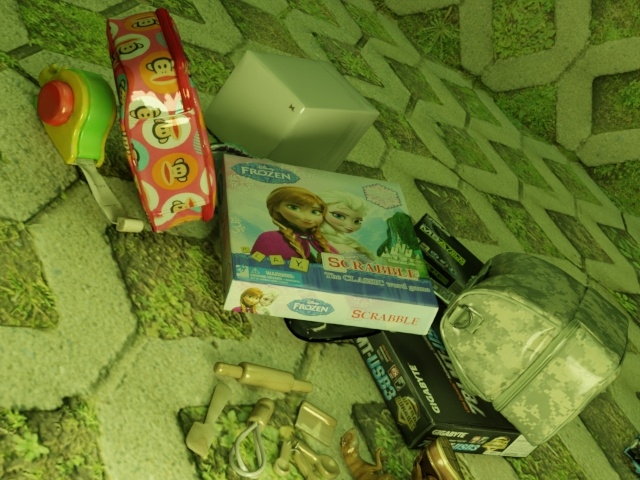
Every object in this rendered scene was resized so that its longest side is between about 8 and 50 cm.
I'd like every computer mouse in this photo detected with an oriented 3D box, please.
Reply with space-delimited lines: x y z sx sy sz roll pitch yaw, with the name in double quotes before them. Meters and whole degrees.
"computer mouse" 0.198 0.097 1.822 0.193 0.042 0.106 36 20 7

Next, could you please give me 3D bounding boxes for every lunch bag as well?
"lunch bag" 0.336 0.149 1.549 0.256 0.212 0.305 43 24 9
"lunch bag" -0.244 -0.186 1.422 0.120 0.293 0.258 -14 42 -12

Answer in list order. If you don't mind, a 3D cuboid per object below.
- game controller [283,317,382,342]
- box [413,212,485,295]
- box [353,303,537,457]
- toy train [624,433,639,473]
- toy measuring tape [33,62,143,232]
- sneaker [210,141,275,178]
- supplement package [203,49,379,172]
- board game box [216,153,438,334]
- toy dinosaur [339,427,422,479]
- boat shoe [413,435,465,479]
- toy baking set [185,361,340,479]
"game controller" -0.005 0.042 1.568 0.167 0.067 0.319 2 40 -23
"box" 0.259 0.038 1.995 0.191 0.045 0.184 42 27 5
"box" 0.202 0.219 1.588 0.293 0.073 0.295 17 32 -40
"toy train" 0.675 0.442 1.853 0.184 0.080 0.105 39 16 5
"toy measuring tape" -0.337 -0.161 1.439 0.121 0.121 0.330 3 43 -52
"sneaker" -0.134 -0.105 1.663 0.224 0.083 0.098 6 45 -50
"supplement package" -0.055 -0.246 1.886 0.175 0.177 0.293 48 26 19
"board game box" 0.000 0.000 1.510 0.319 0.065 0.318 8 37 -16
"toy dinosaur" 0.083 0.343 1.254 0.112 0.064 0.211 -5 41 -20
"boat shoe" 0.160 0.312 1.307 0.178 0.060 0.064 61 9 -66
"toy baking set" -0.067 0.235 1.241 0.256 0.030 0.196 22 30 -33
